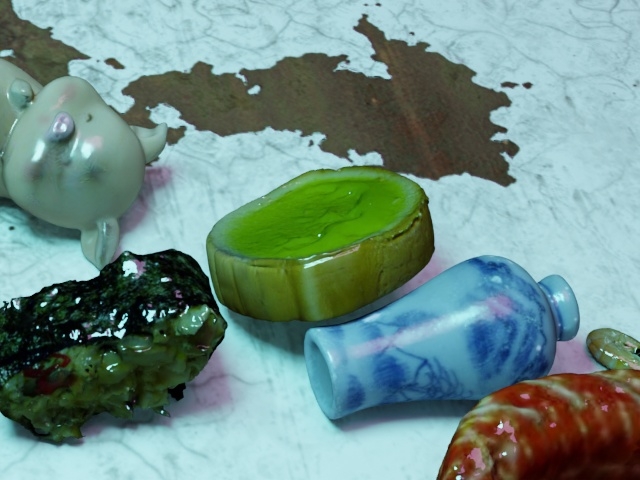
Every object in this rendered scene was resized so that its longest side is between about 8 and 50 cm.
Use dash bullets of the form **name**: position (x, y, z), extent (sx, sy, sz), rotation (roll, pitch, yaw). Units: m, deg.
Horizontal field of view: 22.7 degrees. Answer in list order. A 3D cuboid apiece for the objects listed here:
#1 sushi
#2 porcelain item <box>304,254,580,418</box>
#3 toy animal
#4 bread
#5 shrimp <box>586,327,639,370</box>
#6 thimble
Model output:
- **sushi**: position (-0.188, 0.102, 1.431), extent (0.212, 0.147, 0.115), rotation (-18, 55, -7)
- **porcelain item**: position (0.118, 0.095, 1.511), extent (0.259, 0.141, 0.141), rotation (-14, 49, -14)
- **toy animal**: position (-0.293, -0.095, 1.593), extent (0.250, 0.154, 0.166), rotation (24, 86, 0)
- **bread**: position (0.000, 0.000, 1.556), extent (0.236, 0.070, 0.236), rotation (-11, 22, 5)
- **shrimp**: position (0.317, 0.120, 1.606), extent (0.108, 0.023, 0.059), rotation (33, 38, 20)
- **thimble**: position (0.241, 0.286, 1.263), extent (0.350, 0.230, 0.350), rotation (7, 41, -6)
